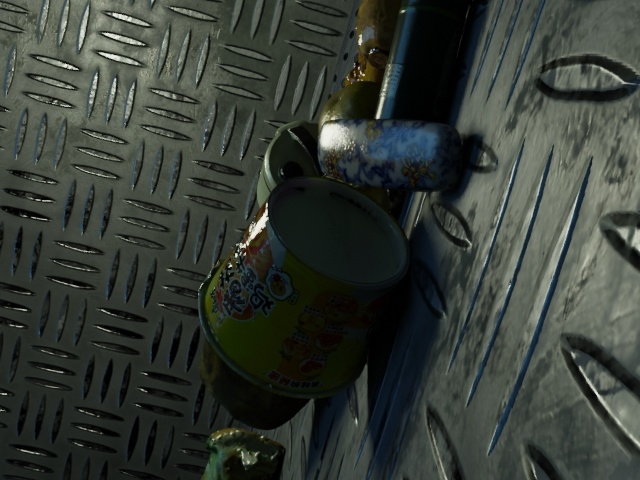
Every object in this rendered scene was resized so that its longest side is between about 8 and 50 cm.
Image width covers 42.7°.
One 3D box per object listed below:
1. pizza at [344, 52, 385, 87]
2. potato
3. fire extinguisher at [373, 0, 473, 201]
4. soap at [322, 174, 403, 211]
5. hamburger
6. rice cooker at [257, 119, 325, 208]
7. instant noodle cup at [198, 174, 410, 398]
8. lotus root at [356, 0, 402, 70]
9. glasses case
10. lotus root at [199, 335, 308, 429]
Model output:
[{"bbox_3d":[0.110,-0.342,1.682,0.258,0.087,0.268,-140,67,-80],"label":"pizza"},{"bbox_3d":[0.073,-0.183,1.398,0.194,0.157,0.157,-111,34,-58],"label":"potato"},{"bbox_3d":[0.125,-0.193,1.093,0.118,0.093,0.294,-162,85,-84],"label":"fire extinguisher"},{"bbox_3d":[0.021,-0.050,1.287,0.233,0.076,0.135,-37,22,22],"label":"soap"},{"bbox_3d":[-0.191,0.535,1.898,0.288,0.192,0.167,118,175,-65],"label":"hamburger"},{"bbox_3d":[-0.028,-0.138,1.820,0.244,0.226,0.226,110,173,-69],"label":"rice cooker"},{"bbox_3d":[-0.010,0.053,1.102,0.264,0.264,0.200,-82,18,-49],"label":"instant noodle cup"},{"bbox_3d":[0.126,-0.412,1.528,0.125,0.118,0.220,-39,37,52],"label":"lotus root"},{"bbox_3d":[0.077,-0.107,1.008,0.248,0.065,0.086,12,104,55],"label":"glasses case"},{"bbox_3d":[-0.079,0.158,1.462,0.346,0.251,0.250,110,172,-47],"label":"lotus root"}]
